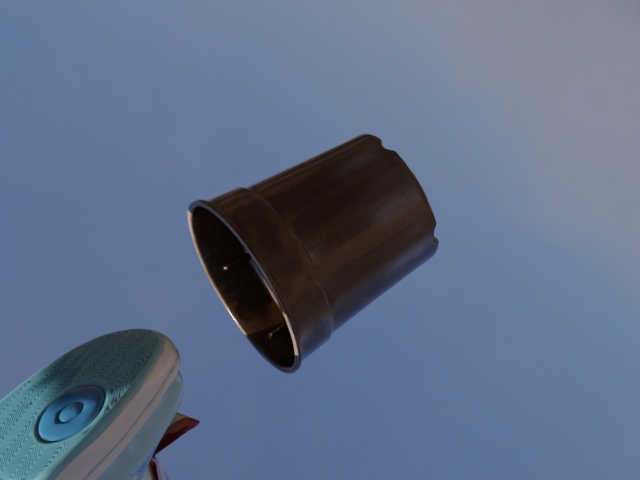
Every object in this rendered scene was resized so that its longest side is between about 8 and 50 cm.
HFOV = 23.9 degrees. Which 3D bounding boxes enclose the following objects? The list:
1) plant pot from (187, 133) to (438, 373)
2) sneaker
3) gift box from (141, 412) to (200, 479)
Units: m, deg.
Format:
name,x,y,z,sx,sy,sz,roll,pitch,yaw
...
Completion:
name,x,y,z,sx,sy,sz,roll,pitch,yaw
plant pot,0.000,0.000,1.285,0.167,0.165,0.167,50,161,25
sneaker,-0.166,0.227,1.001,0.127,0.319,0.208,10,144,50
gift box,-0.195,0.282,1.270,0.255,0.276,0.258,66,174,-11
